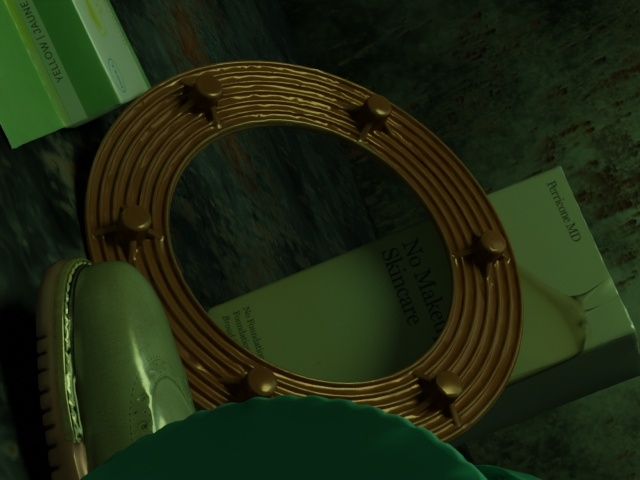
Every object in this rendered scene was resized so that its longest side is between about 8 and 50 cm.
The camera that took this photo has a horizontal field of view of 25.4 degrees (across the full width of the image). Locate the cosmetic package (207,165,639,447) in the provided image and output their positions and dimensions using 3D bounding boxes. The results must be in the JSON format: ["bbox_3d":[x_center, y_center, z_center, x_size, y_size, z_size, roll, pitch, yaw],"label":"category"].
[{"bbox_3d":[0.083,0.081,1.144,0.113,0.310,0.160,55,13,-62],"label":"cosmetic package"}]

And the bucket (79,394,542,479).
[{"bbox_3d":[0.004,0.202,0.516,0.183,0.281,0.281,52,15,-46],"label":"bucket"}]

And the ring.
[{"bbox_3d":[0.000,0.000,1.009,0.032,0.337,0.336,-55,-133,50],"label":"ring"}]

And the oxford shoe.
[{"bbox_3d":[-0.028,0.178,0.743,0.397,0.147,0.140,66,9,6],"label":"oxford shoe"}]

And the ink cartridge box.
[{"bbox_3d":[-0.195,-0.161,0.984,0.235,0.056,0.171,-76,141,-80],"label":"ink cartridge box"}]
